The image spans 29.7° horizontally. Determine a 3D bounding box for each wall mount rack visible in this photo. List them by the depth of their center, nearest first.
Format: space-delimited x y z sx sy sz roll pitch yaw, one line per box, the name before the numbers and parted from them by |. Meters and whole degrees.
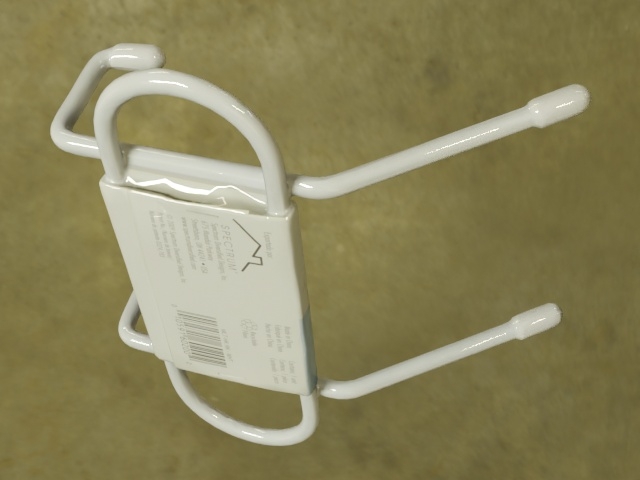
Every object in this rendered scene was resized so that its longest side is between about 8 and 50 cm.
wall mount rack | 0.000 0.000 0.767 0.304 0.350 0.130 11 51 14
